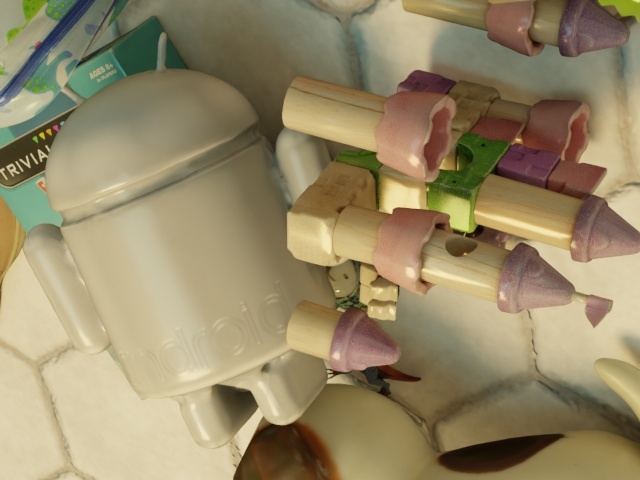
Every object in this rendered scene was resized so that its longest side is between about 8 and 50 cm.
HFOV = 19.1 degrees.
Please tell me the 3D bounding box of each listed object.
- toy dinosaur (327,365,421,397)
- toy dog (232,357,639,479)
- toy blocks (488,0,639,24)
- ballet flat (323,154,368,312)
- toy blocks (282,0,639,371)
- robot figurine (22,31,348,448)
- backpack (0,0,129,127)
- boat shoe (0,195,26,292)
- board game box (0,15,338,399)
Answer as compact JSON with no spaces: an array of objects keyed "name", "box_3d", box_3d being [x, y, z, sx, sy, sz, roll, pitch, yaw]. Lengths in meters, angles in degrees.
[{"name":"toy dinosaur","box_3d":[0.043,0.117,1.877,0.090,0.047,0.082,-26,96,9]},{"name":"toy dog","box_3d":[0.112,0.273,1.737,0.408,0.284,0.395,17,115,13]},{"name":"toy blocks","box_3d":[0.092,-0.312,1.420,0.261,0.190,0.381,-1,140,40]},{"name":"ballet flat","box_3d":[0.000,0.000,1.790,0.070,0.070,0.188,-3,119,36]},{"name":"toy blocks","box_3d":[0.143,-0.026,1.527,0.260,0.288,0.309,16,127,20]},{"name":"robot figurine","box_3d":[-0.114,0.000,1.675,0.300,0.200,0.353,-22,97,16]},{"name":"backpack","box_3d":[-0.266,-0.260,1.593,0.290,0.355,0.273,-7,117,37]},{"name":"boat shoe","box_3d":[-0.401,0.022,2.053,0.122,0.110,0.341,28,132,16]},{"name":"board game box","box_3d":[-0.172,-0.022,1.886,0.254,0.079,0.336,-23,106,42]}]
